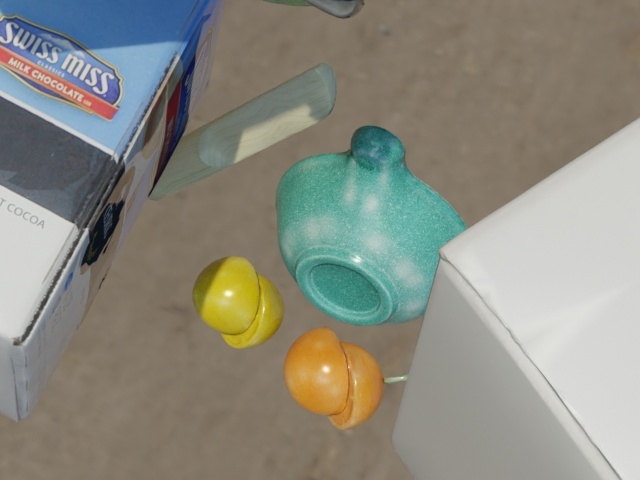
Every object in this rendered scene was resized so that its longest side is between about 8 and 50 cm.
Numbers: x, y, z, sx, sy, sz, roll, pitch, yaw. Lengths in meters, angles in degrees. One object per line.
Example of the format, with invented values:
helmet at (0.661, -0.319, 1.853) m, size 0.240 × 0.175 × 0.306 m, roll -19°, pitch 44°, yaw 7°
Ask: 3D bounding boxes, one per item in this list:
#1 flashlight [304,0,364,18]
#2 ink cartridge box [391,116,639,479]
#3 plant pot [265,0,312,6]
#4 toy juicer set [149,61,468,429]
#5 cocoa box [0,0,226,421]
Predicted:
flashlight at (-0.094, -0.204, 0.802) m, size 0.103 × 0.304 × 0.103 m, roll -57°, pitch 173°, yaw -12°
ink cartridge box at (0.187, 0.039, 0.556) m, size 0.270 × 0.197 × 0.198 m, roll -33°, pitch 164°, yaw -13°
plant pot at (0.052, -0.289, 1.202) m, size 0.293 × 0.275 × 0.274 m, roll -22°, pitch 122°, yaw -62°
toy juicer set at (0.000, 0.000, 1.262) m, size 0.329 × 0.209 × 0.089 m, roll 58°, pitch 46°, yaw -36°
cocoa box at (-0.246, -0.100, 1.000) m, size 0.228 × 0.347 × 0.231 m, roll -63°, pitch 180°, yaw -16°
